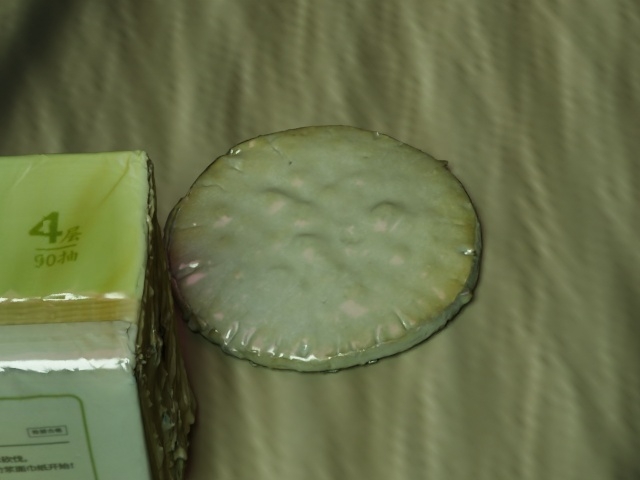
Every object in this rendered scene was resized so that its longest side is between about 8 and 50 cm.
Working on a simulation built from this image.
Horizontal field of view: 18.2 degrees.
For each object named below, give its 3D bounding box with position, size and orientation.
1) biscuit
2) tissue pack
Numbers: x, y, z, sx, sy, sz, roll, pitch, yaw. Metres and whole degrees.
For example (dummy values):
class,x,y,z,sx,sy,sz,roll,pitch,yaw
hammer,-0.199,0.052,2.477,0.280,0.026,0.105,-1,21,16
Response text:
class,x,y,z,sx,sy,sz,roll,pitch,yaw
biscuit,0.000,0.000,0.920,0.152,0.020,0.152,-2,50,2
tissue pack,-0.172,0.057,0.793,0.234,0.159,0.125,-3,50,2
